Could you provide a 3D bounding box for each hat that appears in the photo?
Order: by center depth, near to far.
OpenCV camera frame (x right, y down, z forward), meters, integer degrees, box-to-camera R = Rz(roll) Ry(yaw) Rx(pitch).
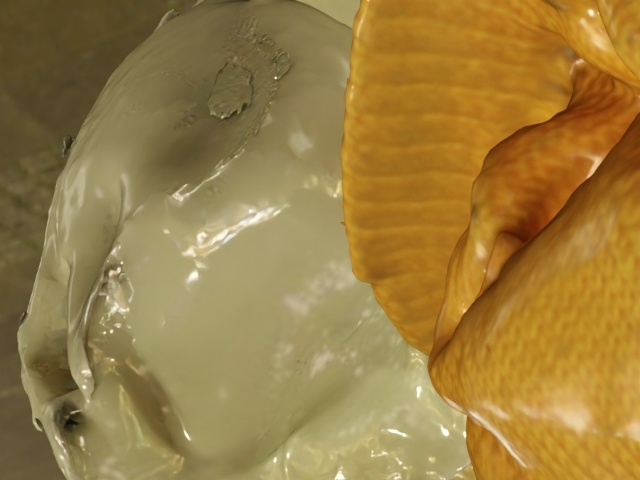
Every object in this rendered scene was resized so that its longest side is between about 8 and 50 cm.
[{"bbox_3d":[0.098,0.052,0.350,0.244,0.233,0.233,-26,130,29],"label":"hat"}]

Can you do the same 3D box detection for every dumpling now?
[{"bbox_3d":[0.000,0.000,0.578,0.172,0.247,0.142,30,146,-16],"label":"dumpling"}]

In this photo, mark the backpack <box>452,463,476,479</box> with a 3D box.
[{"bbox_3d":[0.063,0.200,1.098,0.201,0.353,0.378,-48,-156,-14],"label":"backpack"}]
